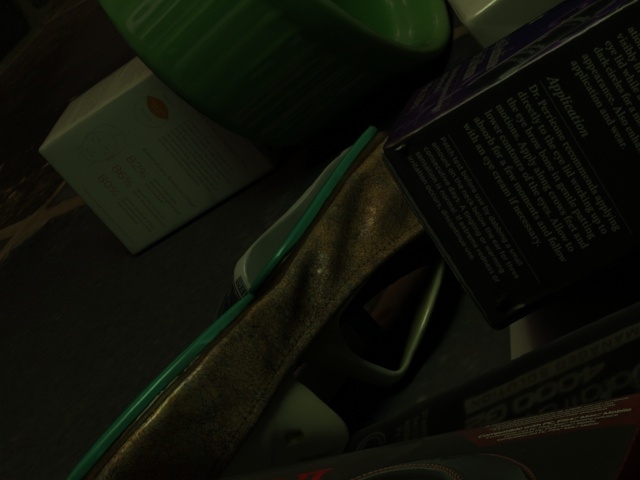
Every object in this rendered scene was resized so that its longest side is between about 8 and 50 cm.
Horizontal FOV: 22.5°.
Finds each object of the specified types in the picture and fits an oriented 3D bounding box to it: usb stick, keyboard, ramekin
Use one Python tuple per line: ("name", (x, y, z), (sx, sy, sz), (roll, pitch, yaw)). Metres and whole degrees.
("usb stick", (0.121, 0.072, 0.703), (0.278, 0.045, 0.077), (-28, 45, 31))
("keyboard", (0.132, 0.020, 0.855), (0.072, 0.014, 0.256), (-28, 23, 19))
("ramekin", (-0.051, -0.221, 1.285), (0.148, 0.303, 0.303), (-40, 18, 25))

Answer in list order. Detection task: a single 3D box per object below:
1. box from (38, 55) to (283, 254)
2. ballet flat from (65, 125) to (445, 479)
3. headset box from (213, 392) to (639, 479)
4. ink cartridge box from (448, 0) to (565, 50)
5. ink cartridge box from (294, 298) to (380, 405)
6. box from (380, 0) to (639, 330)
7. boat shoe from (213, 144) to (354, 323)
("box", (-0.131, -0.092, 1.388), (0.170, 0.130, 0.091), (-29, 22, 27))
("ballet flat", (-0.011, 0.060, 0.881), (0.316, 0.106, 0.107), (-50, -2, -29))
("headset box", (0.001, 0.157, 0.507), (0.218, 0.110, 0.293), (-15, 11, 26))
("ink cartridge box", (0.180, -0.212, 1.088), (0.207, 0.119, 0.353), (-38, 21, 11))
("ink cartridge box", (-0.007, 0.075, 0.961), (0.048, 0.028, 0.083), (-14, 34, 52))
("box", (0.149, -0.067, 0.797), (0.207, 0.108, 0.153), (-31, 9, 15))
("boat shoe", (0.000, 0.000, 1.056), (0.183, 0.065, 0.083), (-38, -8, -34))
